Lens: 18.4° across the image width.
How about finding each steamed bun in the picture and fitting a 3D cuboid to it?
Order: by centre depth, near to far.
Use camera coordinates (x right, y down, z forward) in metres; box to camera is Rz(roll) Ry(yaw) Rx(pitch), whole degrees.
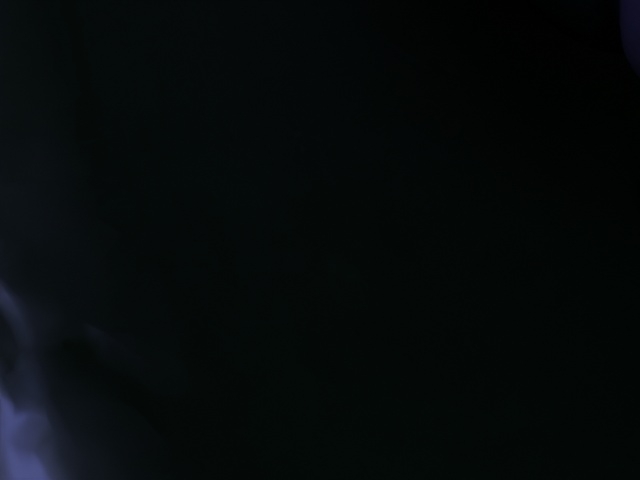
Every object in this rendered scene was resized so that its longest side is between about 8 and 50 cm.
[{"bbox_3d":[-0.051,0.004,0.624,0.456,0.290,0.371,61,141,30],"label":"steamed bun"}]

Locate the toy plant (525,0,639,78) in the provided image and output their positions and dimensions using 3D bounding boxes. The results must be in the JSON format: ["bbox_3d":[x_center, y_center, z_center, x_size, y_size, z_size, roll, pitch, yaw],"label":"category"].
[{"bbox_3d":[0.036,-0.130,0.354,0.243,0.113,0.232,62,179,-1],"label":"toy plant"}]
